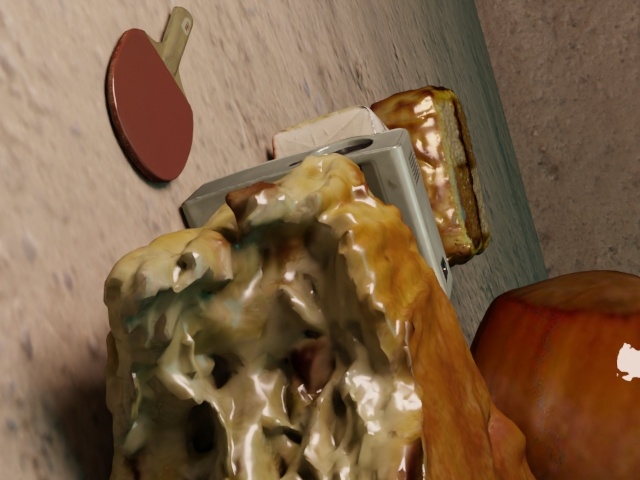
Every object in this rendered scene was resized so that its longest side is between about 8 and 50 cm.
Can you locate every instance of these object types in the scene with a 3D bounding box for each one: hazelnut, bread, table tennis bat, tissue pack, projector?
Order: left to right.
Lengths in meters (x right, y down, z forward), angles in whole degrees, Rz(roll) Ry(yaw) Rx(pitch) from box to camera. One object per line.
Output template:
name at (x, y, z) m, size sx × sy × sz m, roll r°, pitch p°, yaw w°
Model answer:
table tennis bat at (-0.103, -0.102, 0.647) m, size 0.157 × 0.013 × 0.087 m, roll -83°, pitch 151°, yaw -45°
bread at (0.000, 0.166, 0.485) m, size 0.370 × 0.191 × 0.314 m, roll 61°, pitch 25°, yaw -8°
projector at (0.000, 0.000, 0.659) m, size 0.061 × 0.147 × 0.115 m, roll -64°, pitch 138°, yaw -66°
tissue pack at (0.030, -0.031, 0.855) m, size 0.148 × 0.099 × 0.106 m, roll 35°, pitch 42°, yaw -64°
bread at (0.139, -0.075, 1.239) m, size 0.181 × 0.096 × 0.222 m, roll -1°, pitch 79°, yaw -70°
hazelnut at (0.332, 0.211, 1.258) m, size 0.366 × 0.365 × 0.366 m, roll -14°, pitch 90°, yaw -73°
